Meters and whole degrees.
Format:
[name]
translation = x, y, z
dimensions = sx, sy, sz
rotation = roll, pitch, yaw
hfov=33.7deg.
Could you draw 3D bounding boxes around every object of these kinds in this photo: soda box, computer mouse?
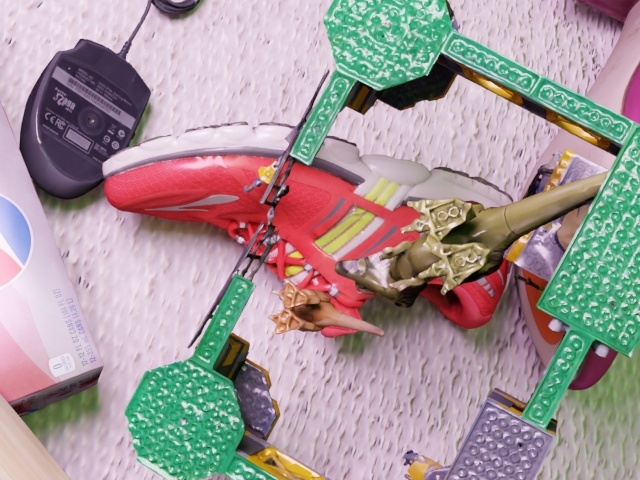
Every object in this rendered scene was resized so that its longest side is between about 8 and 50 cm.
[soda box]
translation = -0.213, -0.026, 0.620
dimensions = 0.083, 0.092, 0.263
rotation = -21, 82, -17
[computer mouse]
translation = -0.134, -0.131, 0.704
dimensions = 0.071, 0.041, 0.242
rotation = 37, 59, -27

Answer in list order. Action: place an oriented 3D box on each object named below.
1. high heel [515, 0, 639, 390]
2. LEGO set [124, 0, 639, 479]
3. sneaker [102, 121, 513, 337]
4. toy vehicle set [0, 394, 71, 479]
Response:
[high heel]
translation = 0.251, -0.067, 0.751
dimensions = 0.181, 0.127, 0.377
rotation = 16, 76, -18
[LEGO set]
translation = 0.065, 0.031, 0.584
dimensions = 0.255, 0.192, 0.331
rotation = 20, 92, 13
[sneaker]
translation = 0.000, 0.000, 0.665
dimensions = 0.279, 0.107, 0.118
rotation = 10, 80, -17
[toy vehicle set]
translation = -0.167, 0.202, 0.546
dimensions = 0.166, 0.035, 0.267
rotation = -40, 88, 20
